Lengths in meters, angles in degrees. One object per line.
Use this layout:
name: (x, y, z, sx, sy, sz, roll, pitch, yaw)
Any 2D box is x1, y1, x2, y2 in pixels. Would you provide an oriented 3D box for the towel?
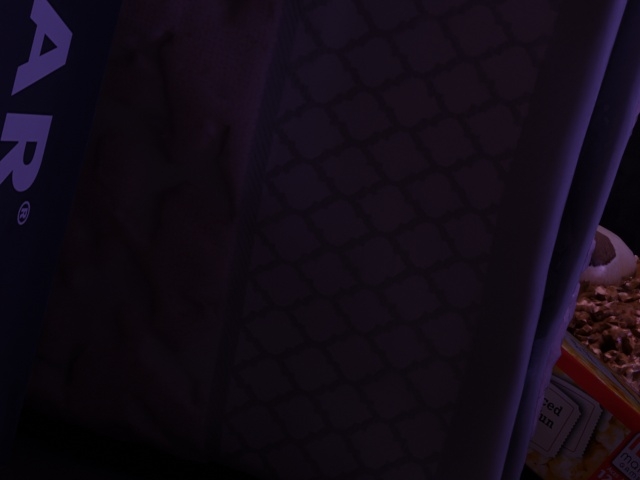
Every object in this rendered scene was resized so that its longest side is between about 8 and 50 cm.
towel: (-0.054, -0.091, 0.492, 0.317, 0.332, 0.053, 19, 22, 13)

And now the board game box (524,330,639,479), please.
board game box: (0.059, 0.033, 0.688, 0.193, 0.045, 0.147, 41, 5, 4)

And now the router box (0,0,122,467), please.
router box: (-0.163, -0.117, 0.411, 0.243, 0.309, 0.081, 16, 7, 15)

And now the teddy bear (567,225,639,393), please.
teddy bear: (0.103, 0.034, 0.990, 0.245, 0.113, 0.338, 14, 3, -5)
